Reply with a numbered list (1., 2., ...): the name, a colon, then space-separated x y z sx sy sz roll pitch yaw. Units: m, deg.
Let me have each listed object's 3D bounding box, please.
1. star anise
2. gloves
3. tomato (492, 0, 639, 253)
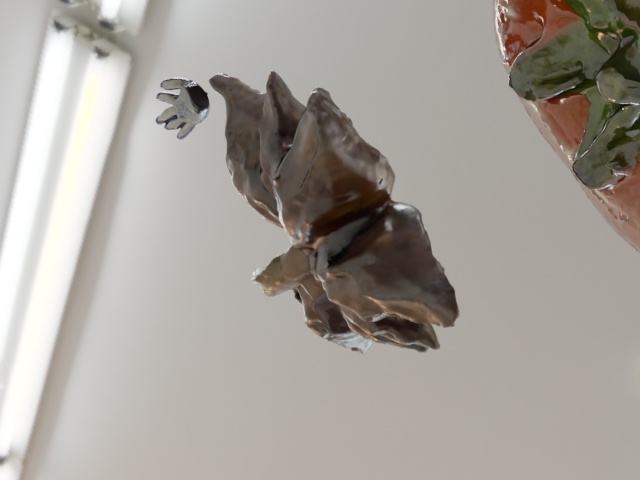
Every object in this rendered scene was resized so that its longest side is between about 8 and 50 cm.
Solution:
1. star anise: 0.001 -0.002 0.772 0.349 0.109 0.292 32 -39 62
2. gloves: -0.156 -0.150 1.057 0.086 0.026 0.064 -30 -91 49
3. tomato: 0.247 -0.138 0.489 0.341 0.273 0.341 54 -13 19
